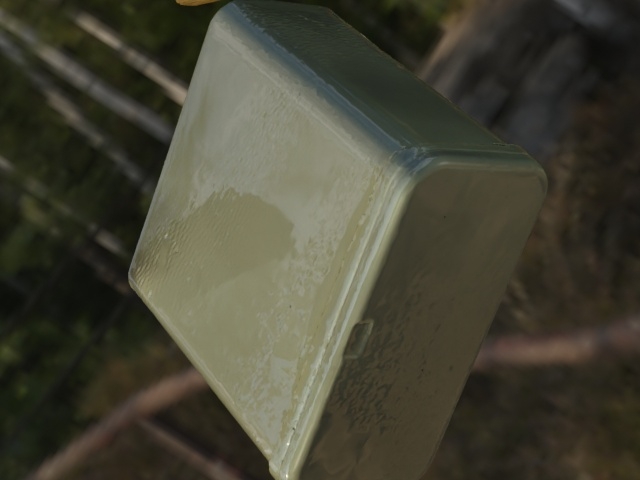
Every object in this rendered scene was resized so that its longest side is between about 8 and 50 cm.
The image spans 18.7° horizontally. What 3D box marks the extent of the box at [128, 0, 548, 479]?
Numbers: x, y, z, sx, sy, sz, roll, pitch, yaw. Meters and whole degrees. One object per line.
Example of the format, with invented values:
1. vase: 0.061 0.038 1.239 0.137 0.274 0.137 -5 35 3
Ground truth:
1. box: 0.000 0.000 1.795 0.177 0.344 0.352 1 -60 -37

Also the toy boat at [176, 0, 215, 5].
1. toy boat: -0.016 -0.198 1.208 0.206 0.064 0.072 -21 -15 37
